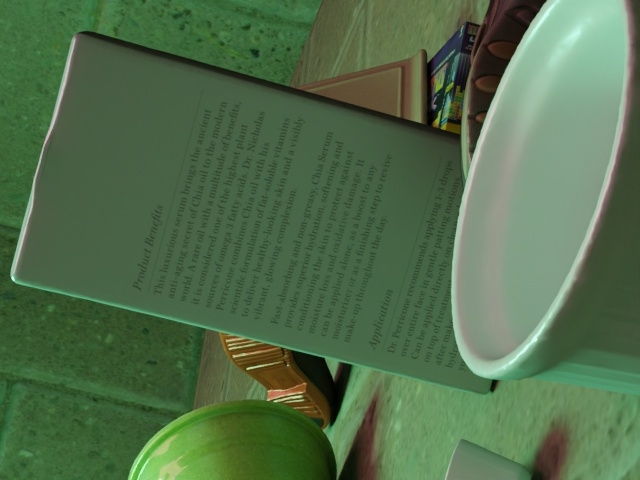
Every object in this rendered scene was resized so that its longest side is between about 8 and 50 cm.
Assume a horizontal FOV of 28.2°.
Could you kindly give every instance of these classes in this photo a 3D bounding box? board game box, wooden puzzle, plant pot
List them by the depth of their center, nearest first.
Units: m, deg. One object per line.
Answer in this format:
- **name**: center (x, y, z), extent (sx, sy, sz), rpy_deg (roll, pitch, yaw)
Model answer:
- **board game box**: center (0.153, -0.163, 1.523), extent (0.170, 0.048, 0.141), rpy_deg (136, 146, -71)
- **plant pot**: center (-0.085, 0.380, 1.550), extent (0.254, 0.276, 0.276), rpy_deg (-113, 38, -56)
- **wooden puzzle**: center (0.024, -0.129, 1.564), extent (0.221, 0.239, 0.044), rpy_deg (-85, -28, -47)

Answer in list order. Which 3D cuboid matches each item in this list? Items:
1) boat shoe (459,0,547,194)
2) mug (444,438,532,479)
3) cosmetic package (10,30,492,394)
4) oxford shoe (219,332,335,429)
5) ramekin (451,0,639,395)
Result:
- **boat shoe**: center (0.197, -0.155, 1.123), extent (0.130, 0.132, 0.355), rpy_deg (103, -175, -63)
- **mug**: center (0.139, 0.196, 1.041), extent (0.078, 0.064, 0.062), rpy_deg (-45, -35, -61)
- **cosmetic package**: center (-0.036, -0.028, 1.208), extent (0.161, 0.453, 0.230), rpy_deg (-123, 49, -76)
- **oxford shoe**: center (-0.060, 0.144, 1.772), extent (0.271, 0.097, 0.098), rpy_deg (62, -146, -33)
- **ramekin**: center (0.198, -0.030, 0.846), extent (0.277, 0.135, 0.277), rpy_deg (-165, 90, -79)
